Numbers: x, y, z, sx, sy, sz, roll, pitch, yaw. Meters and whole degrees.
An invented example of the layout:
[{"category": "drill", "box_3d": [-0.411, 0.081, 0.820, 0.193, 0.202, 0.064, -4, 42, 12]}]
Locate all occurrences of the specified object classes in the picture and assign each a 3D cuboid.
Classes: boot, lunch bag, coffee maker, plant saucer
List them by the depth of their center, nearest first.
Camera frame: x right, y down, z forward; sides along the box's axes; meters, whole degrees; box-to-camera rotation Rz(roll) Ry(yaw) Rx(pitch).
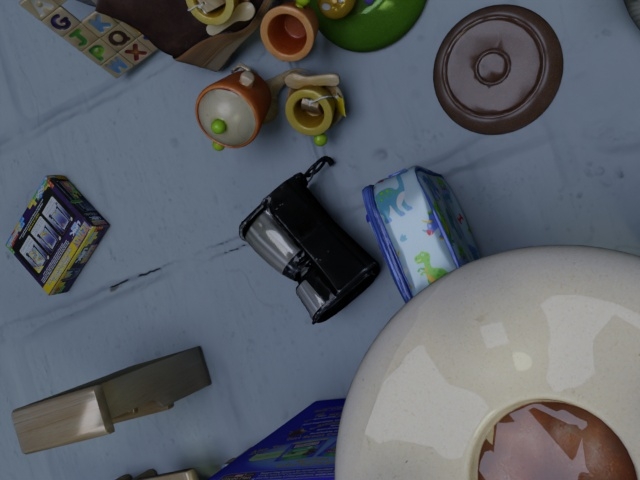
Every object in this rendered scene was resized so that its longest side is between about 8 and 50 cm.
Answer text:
[{"category": "lunch bag", "box_3d": [0.133, -0.003, 0.809, 0.090, 0.219, 0.176, -24, 85, 19]}, {"category": "plant saucer", "box_3d": [0.225, -0.222, 0.852, 0.168, 0.029, 0.168, 3, 96, 26]}, {"category": "boot", "box_3d": [-0.182, -0.358, 0.920, 0.248, 0.207, 0.090, -41, 35, 39]}, {"category": "coffee maker", "box_3d": [0.000, 0.000, 0.926, 0.178, 0.120, 0.171, 46, 110, 14]}]

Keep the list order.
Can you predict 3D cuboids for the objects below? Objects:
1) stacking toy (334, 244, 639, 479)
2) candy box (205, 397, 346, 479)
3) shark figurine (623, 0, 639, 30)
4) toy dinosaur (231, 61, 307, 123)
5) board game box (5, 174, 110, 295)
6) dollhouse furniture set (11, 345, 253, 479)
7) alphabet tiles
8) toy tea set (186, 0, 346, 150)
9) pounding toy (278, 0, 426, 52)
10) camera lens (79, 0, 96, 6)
[{"category": "stacking toy", "box_3d": [0.262, 0.218, 0.636, 0.350, 0.480, 0.351, -9, 72, 28]}, {"category": "candy box", "box_3d": [0.052, 0.289, 0.817, 0.268, 0.317, 0.122, -13, 90, 27]}, {"category": "shark figurine", "box_3d": [0.375, -0.359, 0.735, 0.166, 0.116, 0.278, 9, 109, -9]}, {"category": "toy dinosaur", "box_3d": [-0.095, -0.226, 0.999, 0.092, 0.053, 0.183, 48, 120, -2]}, {"category": "board game box", "box_3d": [-0.477, -0.010, 1.190, 0.141, 0.048, 0.170, 44, 110, 13]}, {"category": "dollhouse furniture set", "box_3d": [-0.257, 0.394, 1.005, 0.362, 0.256, 0.394, -19, 86, 26]}, {"category": "alphabet tiles", "box_3d": [-0.289, -0.362, 0.990, 0.237, 0.198, 0.009, -30, 58, 16]}, {"category": "toy tea set", "box_3d": [-0.093, -0.259, 0.853, 0.200, 0.124, 0.336, -1, 124, 20]}, {"category": "pounding toy", "box_3d": [0.021, -0.352, 0.891, 0.237, 0.110, 0.183, -6, 92, 25]}, {"category": "camera lens", "box_3d": [-0.390, -0.484, 0.982, 0.219, 0.274, 0.219, 2, 96, 25]}]
